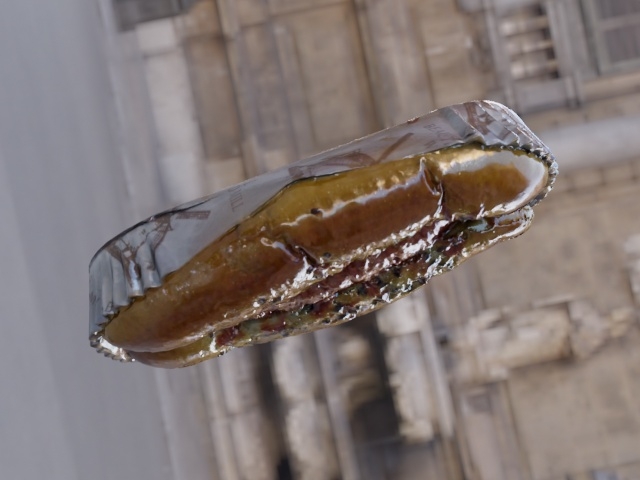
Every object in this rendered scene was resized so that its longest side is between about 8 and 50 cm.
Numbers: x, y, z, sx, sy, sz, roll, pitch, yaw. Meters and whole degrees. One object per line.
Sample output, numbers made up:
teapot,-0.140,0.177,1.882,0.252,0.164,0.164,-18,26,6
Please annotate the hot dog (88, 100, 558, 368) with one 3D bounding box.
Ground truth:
hot dog,0.000,0.000,0.869,0.144,0.268,0.075,66,3,-72
